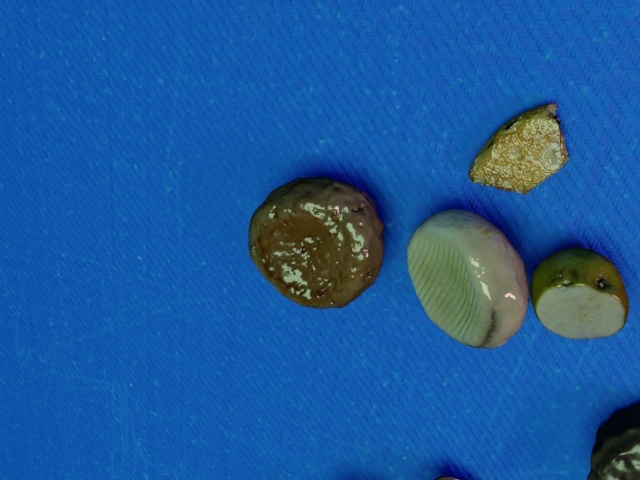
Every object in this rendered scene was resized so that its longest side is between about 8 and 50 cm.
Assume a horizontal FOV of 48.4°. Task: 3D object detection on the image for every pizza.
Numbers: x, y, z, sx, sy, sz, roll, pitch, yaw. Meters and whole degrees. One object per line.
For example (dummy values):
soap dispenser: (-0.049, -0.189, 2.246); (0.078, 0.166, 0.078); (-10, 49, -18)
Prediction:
pizza: (0.288, -0.124, 1.017); (0.099, 0.036, 0.160); (46, 124, 0)

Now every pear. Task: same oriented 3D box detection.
pear: (0.374, 0.069, 1.029); (0.141, 0.104, 0.141); (14, 142, 12)

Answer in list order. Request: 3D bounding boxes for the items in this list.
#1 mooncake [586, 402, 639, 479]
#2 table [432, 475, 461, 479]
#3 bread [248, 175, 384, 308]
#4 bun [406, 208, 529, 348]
mooncake: (0.525, 0.364, 1.083); (0.228, 0.124, 0.228); (10, 116, 22)
table: (0.288, 0.580, 1.130); (0.317, 0.317, 0.249); (49, 160, -3)
bread: (0.000, 0.000, 1.160); (0.230, 0.123, 0.230); (7, 115, 16)
bun: (0.234, 0.051, 1.074); (0.222, 0.127, 0.222); (43, 149, 33)
